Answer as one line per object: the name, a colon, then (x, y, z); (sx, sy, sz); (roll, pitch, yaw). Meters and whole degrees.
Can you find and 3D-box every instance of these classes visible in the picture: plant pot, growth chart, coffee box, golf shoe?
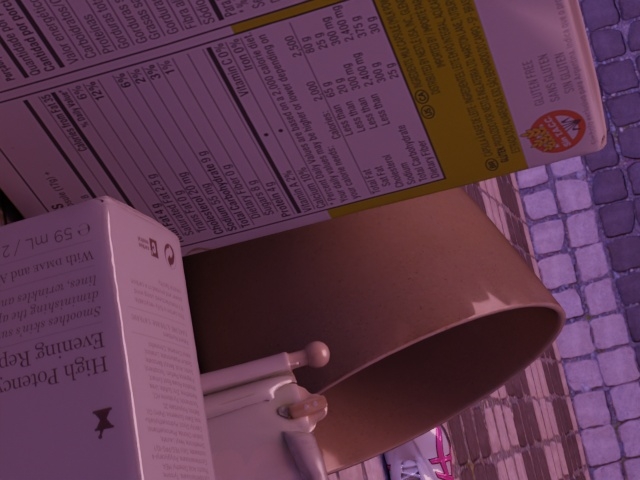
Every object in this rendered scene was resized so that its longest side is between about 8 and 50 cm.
plant pot: (0.000, 0.000, 0.894); (0.274, 0.256, 0.256); (64, 11, 22)
growth chart: (-0.057, 0.175, 0.646); (0.021, 0.172, 0.237); (91, -12, -63)
coffee box: (-0.059, -0.236, 0.692); (0.338, 0.334, 0.337); (61, 20, -45)
golf shoe: (0.108, 0.251, 1.274); (0.086, 0.068, 0.186); (-70, 142, -61)

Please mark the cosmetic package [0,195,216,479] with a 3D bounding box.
cosmetic package: (-0.117, 0.109, 0.579); (0.085, 0.117, 0.231); (33, 42, -65)
